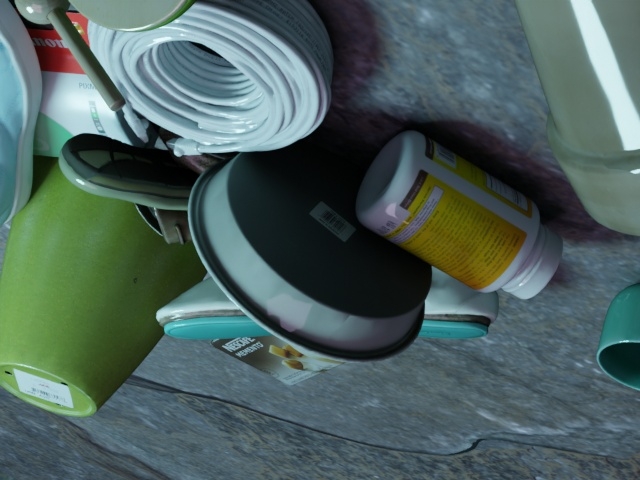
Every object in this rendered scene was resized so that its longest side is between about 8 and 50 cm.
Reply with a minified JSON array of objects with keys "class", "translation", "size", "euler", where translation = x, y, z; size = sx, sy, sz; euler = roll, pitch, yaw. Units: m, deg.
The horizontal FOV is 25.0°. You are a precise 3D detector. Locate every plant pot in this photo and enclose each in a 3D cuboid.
[{"class":"plant pot","translation":[-0.286,0.060,1.797],"size":[0.274,0.293,0.275],"euler":[15,152,8]},{"class":"plant pot","translation":[0.255,-0.210,0.991],"size":[0.323,0.323,0.280],"euler":[-12,122,46]}]

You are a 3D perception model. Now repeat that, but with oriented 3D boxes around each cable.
[{"class":"cable","translation":[-0.107,-0.186,1.456],"size":[0.257,0.089,0.257],"euler":[6,149,24]}]

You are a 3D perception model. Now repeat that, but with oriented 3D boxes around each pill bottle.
[{"class":"pill bottle","translation":[0.153,-0.021,1.553],"size":[0.215,0.117,0.117],"euler":[30,151,-17]}]

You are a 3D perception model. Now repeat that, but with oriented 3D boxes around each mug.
[{"class":"mug","translation":[0.402,0.111,1.653],"size":[0.157,0.097,0.129],"euler":[24,152,-9]}]

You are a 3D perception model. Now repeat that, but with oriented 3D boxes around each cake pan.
[{"class":"cake pan","translation":[0.000,0.000,1.549],"size":[0.293,0.293,0.054],"euler":[27,127,-14]}]

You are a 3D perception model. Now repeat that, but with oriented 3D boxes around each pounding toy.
[{"class":"pounding toy","translation":[-0.159,-0.262,1.313],"size":[0.183,0.110,0.237],"euler":[45,118,17]}]

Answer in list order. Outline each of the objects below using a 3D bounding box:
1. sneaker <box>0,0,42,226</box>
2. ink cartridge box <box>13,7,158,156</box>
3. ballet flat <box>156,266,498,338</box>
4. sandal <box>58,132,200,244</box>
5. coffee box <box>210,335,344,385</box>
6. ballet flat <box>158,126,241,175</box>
[{"class":"sneaker","translation":[-0.401,-0.126,1.607],"size":[0.135,0.150,0.366],"euler":[19,135,17]},{"class":"ink cartridge box","translation":[-0.308,-0.174,1.649],"size":[0.181,0.056,0.225],"euler":[7,152,22]},{"class":"ballet flat","translation":[0.009,0.050,1.704],"size":[0.400,0.139,0.139],"euler":[-1,150,3]},{"class":"sandal","translation":[-0.184,-0.047,1.661],"size":[0.303,0.086,0.120],"euler":[16,-158,-43]},{"class":"coffee box","translation":[-0.023,0.099,1.906],"size":[0.141,0.098,0.246],"euler":[30,150,-19]},{"class":"ballet flat","translation":[-0.078,-0.066,1.655],"size":[0.250,0.084,0.058],"euler":[31,132,-11]}]
